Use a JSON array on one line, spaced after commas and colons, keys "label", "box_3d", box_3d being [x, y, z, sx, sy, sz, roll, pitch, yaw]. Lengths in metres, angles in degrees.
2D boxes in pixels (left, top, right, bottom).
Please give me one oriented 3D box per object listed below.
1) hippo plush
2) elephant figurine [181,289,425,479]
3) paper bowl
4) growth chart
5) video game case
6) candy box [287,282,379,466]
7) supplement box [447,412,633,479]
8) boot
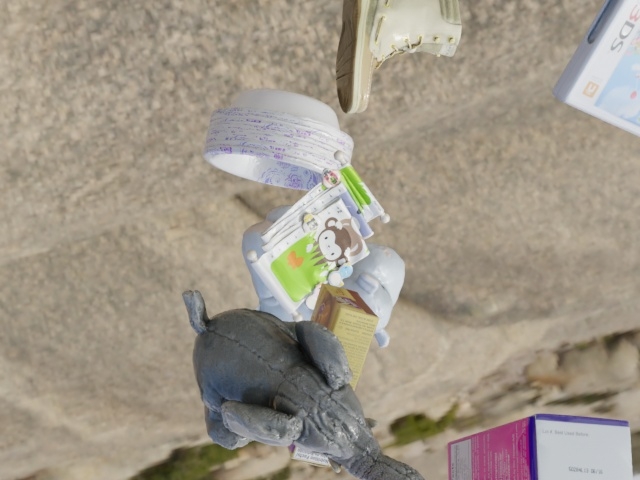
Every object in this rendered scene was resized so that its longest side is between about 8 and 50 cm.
[{"label": "hippo plush", "box_3d": [0.007, 0.065, 1.700, 0.236, 0.234, 0.294, -1, -144, 34]}, {"label": "elephant figurine", "box_3d": [-0.020, 0.158, 1.041, 0.186, 0.169, 0.239, 3, -172, -35]}, {"label": "paper bowl", "box_3d": [-0.077, -0.198, 1.961, 0.284, 0.148, 0.284, 11, 174, 1]}, {"label": "growth chart", "box_3d": [0.000, 0.000, 1.574, 0.237, 0.172, 0.021, -47, -153, -5]}, {"label": "video game case", "box_3d": [0.320, -0.171, 0.849, 0.212, 0.023, 0.193, 16, 112, -32]}, {"label": "candy box", "box_3d": [0.006, 0.155, 1.186, 0.053, 0.187, 0.109, 17, -171, -14]}, {"label": "supplement box", "box_3d": [0.230, 0.261, 1.100, 0.111, 0.114, 0.220, 7, 161, -15]}, {"label": "boot", "box_3d": [0.134, -0.326, 1.715, 0.203, 0.262, 0.095, 10, 166, -19]}]
